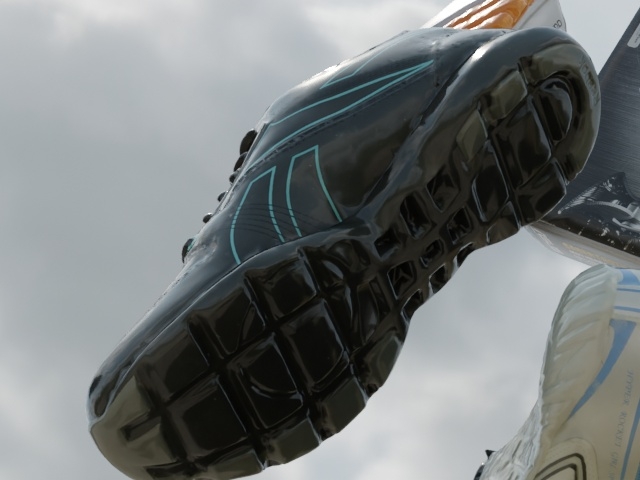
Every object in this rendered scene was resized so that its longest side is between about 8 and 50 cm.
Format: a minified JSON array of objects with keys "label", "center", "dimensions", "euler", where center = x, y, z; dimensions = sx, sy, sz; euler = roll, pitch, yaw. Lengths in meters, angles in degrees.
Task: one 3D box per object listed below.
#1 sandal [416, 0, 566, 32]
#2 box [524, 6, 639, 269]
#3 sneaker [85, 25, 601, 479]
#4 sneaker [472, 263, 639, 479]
[{"label":"sandal","center":[0.102,-0.101,1.087],"dimensions":[0.102,0.265,0.076],"euler":[-15,-64,48]},{"label":"box","center":[0.257,-0.073,1.255],"dimensions":[0.183,0.231,0.056],"euler":[23,-14,42]},{"label":"sneaker","center":[0.000,0.000,0.842],"dimensions":[0.106,0.267,0.101],"euler":[28,-30,45]},{"label":"sneaker","center":[0.102,0.099,0.761],"dimensions":[0.086,0.085,0.237],"euler":[22,-38,3]}]
